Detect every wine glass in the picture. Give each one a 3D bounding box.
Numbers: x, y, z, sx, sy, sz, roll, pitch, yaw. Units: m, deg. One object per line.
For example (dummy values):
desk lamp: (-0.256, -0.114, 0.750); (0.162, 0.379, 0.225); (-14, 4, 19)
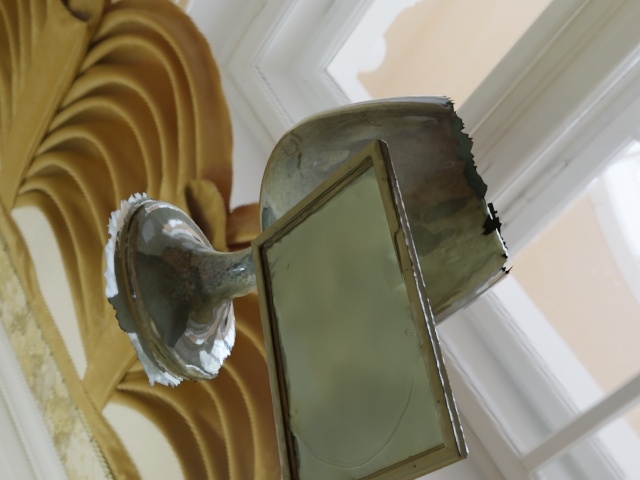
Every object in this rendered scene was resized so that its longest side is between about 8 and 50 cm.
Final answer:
wine glass: (0.000, 0.000, 0.703); (0.238, 0.323, 0.238); (57, -161, -33)

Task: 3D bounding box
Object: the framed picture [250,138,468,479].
framed picture: (0.011, 0.054, 0.461); (0.010, 0.136, 0.201); (17, -131, -38)
